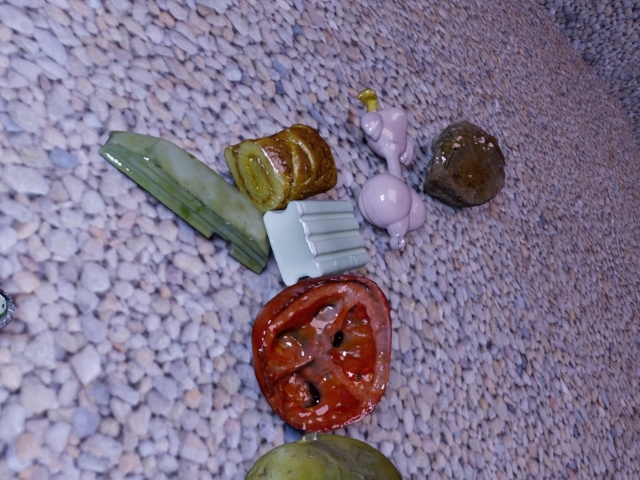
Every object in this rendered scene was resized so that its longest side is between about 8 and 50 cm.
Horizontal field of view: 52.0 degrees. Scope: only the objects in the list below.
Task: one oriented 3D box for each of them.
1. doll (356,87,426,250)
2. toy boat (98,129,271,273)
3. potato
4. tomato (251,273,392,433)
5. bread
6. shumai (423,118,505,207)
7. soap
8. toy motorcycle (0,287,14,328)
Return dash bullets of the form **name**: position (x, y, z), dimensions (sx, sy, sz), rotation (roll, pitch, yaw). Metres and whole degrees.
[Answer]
- **doll**: position (0.137, -0.143, 1.289), dimensions (0.160, 0.094, 0.365), rotation (32, 47, -42)
- **toy boat**: position (-0.172, -0.061, 0.926), dimensions (0.293, 0.055, 0.093), rotation (39, 41, -26)
- **potato**: position (0.013, 0.334, 0.815), dimensions (0.228, 0.148, 0.197), rotation (35, 30, -25)
- **tomato**: position (-0.005, 0.147, 0.925), dimensions (0.228, 0.101, 0.227), rotation (-5, 98, -34)
- **bread**: position (-0.057, -0.120, 1.050), dimensions (0.172, 0.103, 0.132), rotation (-28, 90, -55)
- **shumai**: position (0.292, -0.179, 1.463), dimensions (0.218, 0.183, 0.185), rotation (2, 30, -35)
- **soap**: position (0.000, 0.000, 1.029), dimensions (0.198, 0.067, 0.119), rotation (-7, 79, -64)
- **toy motorcycle**: position (-0.387, 0.029, 0.623), dimensions (0.190, 0.074, 0.106), rotation (19, 45, -39)
